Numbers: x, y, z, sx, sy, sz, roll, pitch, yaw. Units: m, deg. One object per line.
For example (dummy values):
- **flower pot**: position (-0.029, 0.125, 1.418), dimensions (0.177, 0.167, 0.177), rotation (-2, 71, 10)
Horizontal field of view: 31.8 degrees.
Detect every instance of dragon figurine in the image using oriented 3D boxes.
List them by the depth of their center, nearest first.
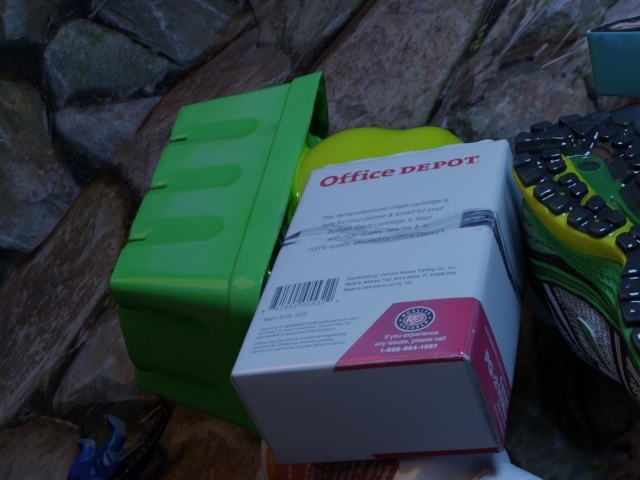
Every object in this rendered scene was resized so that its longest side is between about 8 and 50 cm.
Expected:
- **dragon figurine**: position (-0.257, 0.293, 1.333), dimensions (0.289, 0.085, 0.144), rotation (-32, 30, 38)

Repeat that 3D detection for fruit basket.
- **fruit basket**: position (0.000, 0.000, 1.178), dimensions (0.392, 0.283, 0.392), rotation (-2, 43, 2)

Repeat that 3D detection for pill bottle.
- **pill bottle**: position (0.063, 0.180, 0.837), dimensions (0.216, 0.121, 0.121), rotation (20, 71, 47)

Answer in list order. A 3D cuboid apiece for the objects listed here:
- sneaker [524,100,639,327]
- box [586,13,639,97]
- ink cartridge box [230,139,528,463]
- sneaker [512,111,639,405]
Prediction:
- **sneaker**: position (0.230, -0.035, 0.937), dimensions (0.118, 0.083, 0.222), rotation (-23, 39, 39)
- **box**: position (0.329, -0.154, 0.902), dimensions (0.100, 0.060, 0.244), rotation (-20, 16, -19)
- **ink cartridge box**: position (0.056, 0.041, 0.833), dimensions (0.172, 0.100, 0.237), rotation (-8, 37, 23)
- **sneaker**: position (0.242, 0.055, 0.750), dimensions (0.134, 0.146, 0.343), rotation (-17, 41, -5)
